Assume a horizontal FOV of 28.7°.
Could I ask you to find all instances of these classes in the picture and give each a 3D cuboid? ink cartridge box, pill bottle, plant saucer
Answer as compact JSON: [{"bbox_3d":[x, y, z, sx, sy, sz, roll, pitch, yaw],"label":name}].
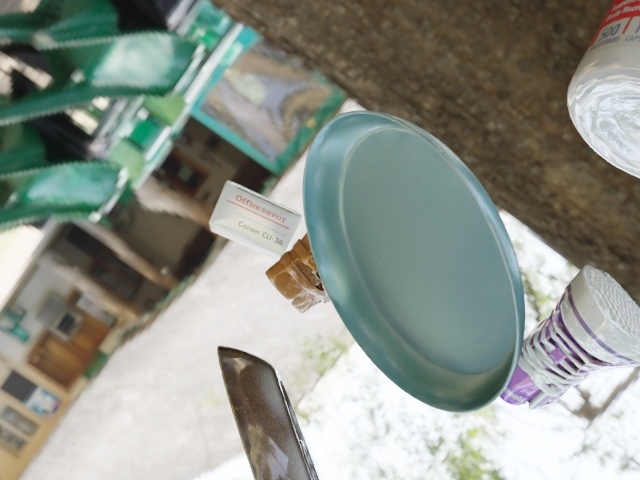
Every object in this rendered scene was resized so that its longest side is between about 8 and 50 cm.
[{"bbox_3d":[-0.091,-0.025,1.731,0.198,0.115,0.067,130,-17,-85],"label":"ink cartridge box"},{"bbox_3d":[0.481,-0.283,1.521,0.408,0.229,0.229,-59,-170,-22],"label":"pill bottle"},{"bbox_3d":[-0.025,0.240,1.200,0.050,0.310,0.310,-19,-170,-2],"label":"plant saucer"},{"bbox_3d":[0.094,0.018,1.228,0.043,0.317,0.317,-24,172,-29],"label":"plant saucer"}]

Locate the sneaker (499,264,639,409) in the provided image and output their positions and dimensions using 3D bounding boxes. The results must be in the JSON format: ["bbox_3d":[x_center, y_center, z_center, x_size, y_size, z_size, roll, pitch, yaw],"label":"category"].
[{"bbox_3d":[0.234,0.110,1.183,0.161,0.102,0.282,-40,167,10],"label":"sneaker"}]

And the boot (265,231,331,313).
[{"bbox_3d":[0.000,0.000,1.453,0.152,0.197,0.073,-27,-144,8],"label":"boot"}]
